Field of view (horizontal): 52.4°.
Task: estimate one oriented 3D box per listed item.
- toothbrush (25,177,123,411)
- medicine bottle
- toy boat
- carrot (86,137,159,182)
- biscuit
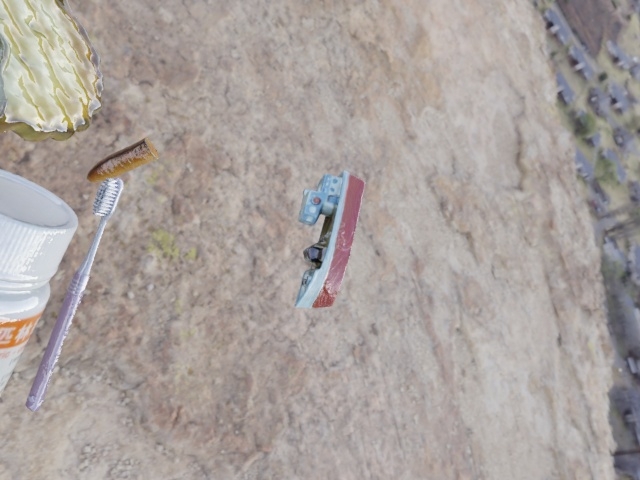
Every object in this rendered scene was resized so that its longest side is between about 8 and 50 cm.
[{"bbox_3d":[-0.345,0.077,0.897,0.029,0.024,0.353,7,107,-65],"label":"toothbrush"},{"bbox_3d":[-0.347,0.060,0.628,0.145,0.252,0.144,27,10,-5],"label":"medicine bottle"},{"bbox_3d":[0.000,0.000,1.524,0.133,0.145,0.331,14,82,-10],"label":"toy boat"},{"bbox_3d":[-0.372,-0.146,1.208,0.048,0.139,0.048,-23,90,-84],"label":"carrot"},{"bbox_3d":[-0.450,-0.289,0.960,0.329,0.078,0.334,54,25,-40],"label":"biscuit"}]
